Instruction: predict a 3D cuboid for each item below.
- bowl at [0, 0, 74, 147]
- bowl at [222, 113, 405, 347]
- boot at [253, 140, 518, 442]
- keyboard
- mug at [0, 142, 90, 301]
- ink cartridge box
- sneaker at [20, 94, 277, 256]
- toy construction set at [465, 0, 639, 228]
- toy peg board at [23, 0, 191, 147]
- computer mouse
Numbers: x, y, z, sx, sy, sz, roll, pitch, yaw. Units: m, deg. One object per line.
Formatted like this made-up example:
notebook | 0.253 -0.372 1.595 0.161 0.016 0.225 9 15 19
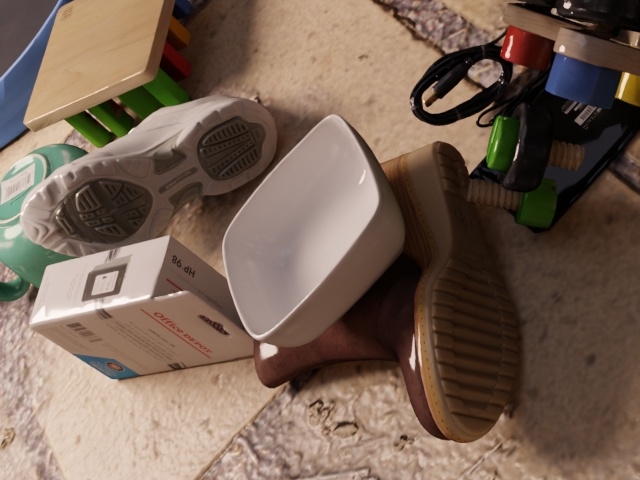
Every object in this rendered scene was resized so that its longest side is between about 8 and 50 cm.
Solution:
bowl | -0.375 -0.251 1.642 0.391 0.077 0.391 -25 46 28
bowl | 0.000 0.000 0.999 0.142 0.053 0.142 -47 33 17
boot | 0.035 0.066 1.034 0.207 0.090 0.248 -36 42 35
keyboard | 0.191 -0.099 1.041 0.192 0.038 0.100 -48 63 2
mug | -0.251 -0.013 1.326 0.129 0.097 0.158 18 73 48
ink cartridge box | -0.132 0.054 1.160 0.180 0.104 0.060 -12 52 36
sneaker | -0.154 -0.060 1.265 0.232 0.090 0.115 -23 24 -10
toy construction set | 0.252 -0.167 0.918 0.257 0.237 0.309 116 164 -77
toy peg board | -0.190 -0.175 1.412 0.161 0.079 0.161 -18 46 31
computer mouse | 0.158 -0.181 1.092 0.242 0.071 0.041 -50 7 2
